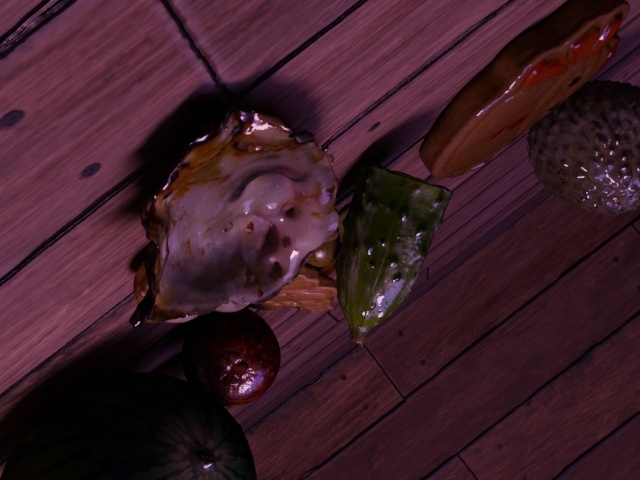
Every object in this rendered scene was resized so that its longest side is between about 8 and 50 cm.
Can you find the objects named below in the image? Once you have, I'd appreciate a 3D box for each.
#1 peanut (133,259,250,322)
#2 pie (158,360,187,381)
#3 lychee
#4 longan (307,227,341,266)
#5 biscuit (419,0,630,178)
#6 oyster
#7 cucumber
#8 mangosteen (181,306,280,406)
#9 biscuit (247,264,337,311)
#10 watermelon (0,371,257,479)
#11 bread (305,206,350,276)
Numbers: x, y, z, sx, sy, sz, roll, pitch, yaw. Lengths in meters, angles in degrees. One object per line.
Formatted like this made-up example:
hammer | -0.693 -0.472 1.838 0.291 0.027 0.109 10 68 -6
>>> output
peanut | -0.129 0.045 0.935 0.087 0.087 0.206 -44 165 24
pie | -0.231 0.269 1.468 0.339 0.077 0.339 -33 169 -7
lychee | 0.512 -0.173 1.530 0.255 0.275 0.255 -14 161 -5
longan | 0.000 0.000 1.139 0.083 0.075 0.075 14 137 -28
biscuit | 0.317 -0.229 1.250 0.381 0.074 0.359 -29 166 -23
oyster | -0.063 -0.037 0.822 0.221 0.096 0.361 -51 162 20
cucumber | 0.082 0.021 1.109 0.134 0.134 0.245 12 97 -73
mangosteen | -0.144 0.166 1.263 0.145 0.181 0.156 30 99 -30
biscuit | -0.047 0.073 1.209 0.143 0.040 0.236 -4 166 0
watermelon | -0.247 0.344 1.100 0.363 0.363 0.363 -35 167 -10
bread | 0.002 0.028 1.313 0.226 0.049 0.088 -44 166 28
